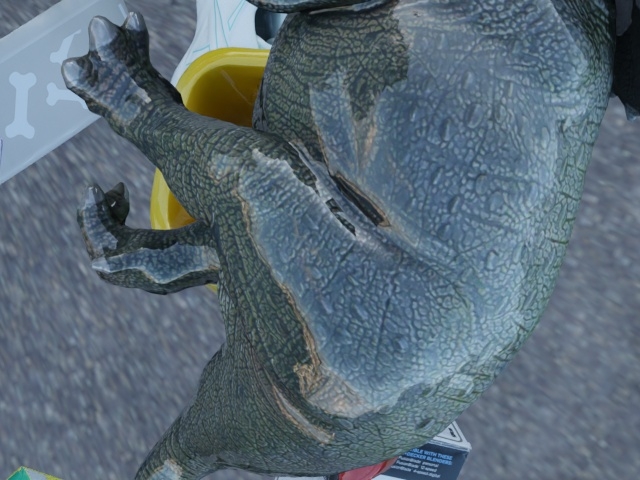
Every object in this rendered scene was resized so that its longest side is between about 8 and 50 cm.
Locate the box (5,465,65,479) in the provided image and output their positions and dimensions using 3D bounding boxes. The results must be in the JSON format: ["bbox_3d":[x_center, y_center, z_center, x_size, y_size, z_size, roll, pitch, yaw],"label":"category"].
[{"bbox_3d":[-0.235,0.283,1.736,0.043,0.105,0.179,-40,153,8],"label":"box"}]

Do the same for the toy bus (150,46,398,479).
[{"bbox_3d":[-0.002,-0.008,0.746,0.104,0.191,0.202,6,121,15],"label":"toy bus"}]

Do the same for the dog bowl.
[{"bbox_3d":[-0.304,-0.106,1.597,0.349,0.349,0.102,-34,99,-6],"label":"dog bowl"}]

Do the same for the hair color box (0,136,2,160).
[{"bbox_3d":[-0.240,0.113,0.685,0.185,0.110,0.339,-11,118,-50],"label":"hair color box"}]

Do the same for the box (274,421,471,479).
[{"bbox_3d":[0.017,0.251,1.553,0.087,0.169,0.290,15,110,-20],"label":"box"}]

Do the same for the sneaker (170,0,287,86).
[{"bbox_3d":[-0.055,-0.110,1.133,0.053,0.061,0.152,-9,118,-50],"label":"sneaker"}]

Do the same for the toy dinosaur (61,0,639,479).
[{"bbox_3d":[0.013,-0.020,0.492,0.313,0.160,0.121,-58,154,4],"label":"toy dinosaur"}]
